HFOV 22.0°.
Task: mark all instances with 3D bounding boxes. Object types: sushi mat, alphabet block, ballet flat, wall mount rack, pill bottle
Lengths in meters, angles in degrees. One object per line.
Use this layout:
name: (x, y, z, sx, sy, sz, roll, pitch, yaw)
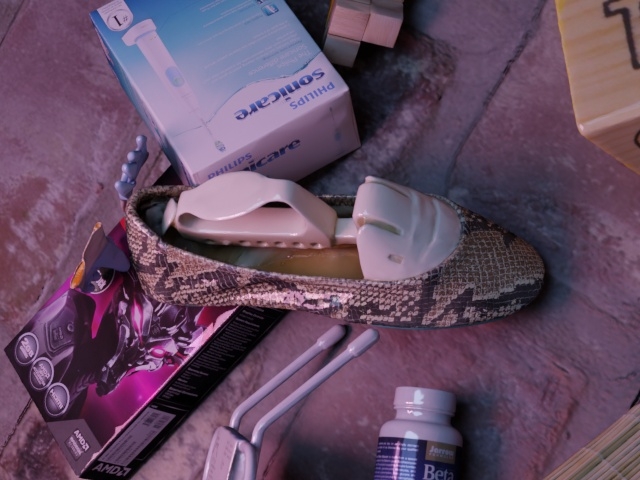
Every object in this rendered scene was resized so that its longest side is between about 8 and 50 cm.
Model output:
sushi mat: (0.268, 0.280, 1.618, 0.316, 0.019, 0.151, -32, 51, -30)
alphabet block: (0.376, -0.199, 1.704, 0.197, 0.192, 0.193, -18, 66, 29)
ballet flat: (0.000, 0.000, 1.824, 0.482, 0.182, 0.164, 3, 51, 18)
wall mount rack: (-0.045, 0.233, 1.839, 0.130, 0.350, 0.304, 13, 86, -10)
pill bottle: (0.107, 0.250, 1.814, 0.094, 0.094, 0.169, 0, 78, 33)

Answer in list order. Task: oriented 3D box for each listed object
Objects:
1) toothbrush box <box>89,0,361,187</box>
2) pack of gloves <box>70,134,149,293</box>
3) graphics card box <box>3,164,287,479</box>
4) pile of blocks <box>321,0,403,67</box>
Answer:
toothbrush box: (-0.117, -0.198, 2.017, 0.216, 0.126, 0.295, -30, 58, -9)
pack of gloves: (-0.232, -0.022, 1.958, 0.046, 0.232, 0.195, 24, 85, -2)
graphics card box: (-0.213, 0.099, 2.067, 0.371, 0.094, 0.233, -46, 57, 15)
pile of blocks: (0.090, -0.385, 2.012, 0.112, 0.149, 0.362, 13, 94, -8)
